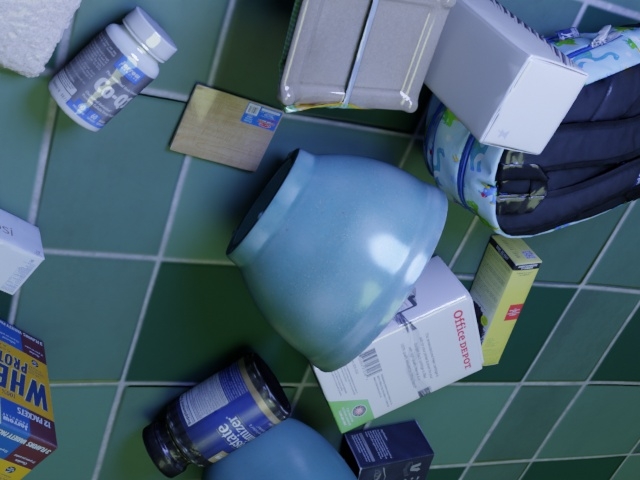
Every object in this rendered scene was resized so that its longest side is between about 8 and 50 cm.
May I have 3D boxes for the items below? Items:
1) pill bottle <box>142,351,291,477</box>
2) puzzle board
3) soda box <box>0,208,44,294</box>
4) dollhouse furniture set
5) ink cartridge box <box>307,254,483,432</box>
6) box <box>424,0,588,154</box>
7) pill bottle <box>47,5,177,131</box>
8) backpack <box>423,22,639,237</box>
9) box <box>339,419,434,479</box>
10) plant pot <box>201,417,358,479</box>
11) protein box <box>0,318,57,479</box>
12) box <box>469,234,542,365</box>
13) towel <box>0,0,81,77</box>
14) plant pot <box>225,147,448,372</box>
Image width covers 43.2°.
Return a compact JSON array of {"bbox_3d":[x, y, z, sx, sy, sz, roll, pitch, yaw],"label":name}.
[{"bbox_3d":[-0.169,0.285,1.300,0.219,0.122,0.122,-32,132,2],"label":"pill bottle"},{"bbox_3d":[-0.122,-0.146,1.057,0.128,0.011,0.096,12,119,-32],"label":"puzzle board"},{"bbox_3d":[-0.444,-0.018,0.966,0.069,0.074,0.216,-45,131,13],"label":"soda box"},{"bbox_3d":[0.044,-0.304,0.894,0.198,0.151,0.301,-2,125,-33],"label":"dollhouse furniture set"},{"bbox_3d":[0.117,0.175,1.350,0.273,0.114,0.198,-24,133,-5],"label":"ink cartridge box"},{"bbox_3d":[0.182,-0.222,0.957,0.094,0.275,0.113,7,125,-31],"label":"box"},{"bbox_3d":[-0.234,-0.196,0.920,0.137,0.078,0.078,-40,132,9],"label":"pill bottle"},{"bbox_3d":[0.318,-0.145,1.117,0.356,0.273,0.290,-34,142,-34],"label":"backpack"},{"bbox_3d":[0.121,0.448,1.582,0.159,0.093,0.155,-5,127,-20],"label":"box"},{"bbox_3d":[-0.069,0.447,1.371,0.293,0.235,0.293,-22,150,-13],"label":"plant pot"},{"bbox_3d":[-0.475,0.232,1.064,0.200,0.201,0.136,-40,132,9],"label":"protein box"},{"bbox_3d":[0.302,0.106,1.402,0.058,0.087,0.232,-2,126,-24],"label":"box"},{"bbox_3d":[-0.310,-0.311,0.815,0.187,0.049,0.282,22,115,-35],"label":"towel"},{"bbox_3d":[0.000,0.000,1.075,0.196,0.293,0.293,33,109,-12],"label":"plant pot"}]
